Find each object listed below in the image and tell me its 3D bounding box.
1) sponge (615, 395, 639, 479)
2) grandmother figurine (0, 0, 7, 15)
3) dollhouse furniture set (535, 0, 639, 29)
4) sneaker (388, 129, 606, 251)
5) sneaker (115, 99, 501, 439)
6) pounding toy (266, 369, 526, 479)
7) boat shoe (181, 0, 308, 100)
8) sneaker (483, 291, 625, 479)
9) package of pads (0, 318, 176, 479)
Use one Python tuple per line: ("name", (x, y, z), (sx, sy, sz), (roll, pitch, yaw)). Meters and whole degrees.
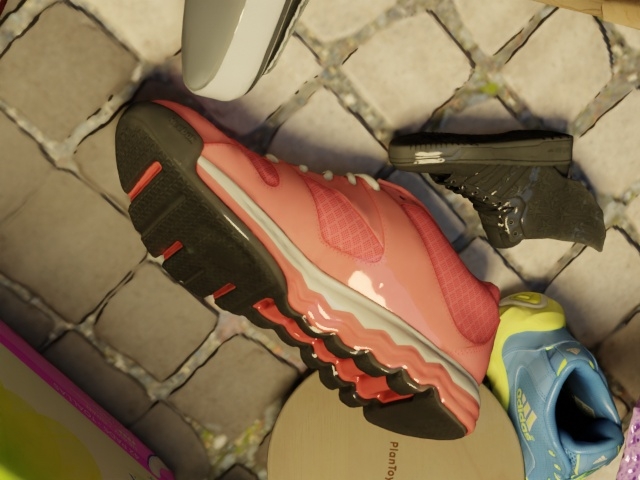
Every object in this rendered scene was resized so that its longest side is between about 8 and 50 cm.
("sponge", (0.254, 0.142, 0.814), (0.031, 0.210, 0.117), (17, 111, 23))
("grandmother figurine", (-0.165, -0.174, 0.532), (0.104, 0.208, 0.342), (19, 131, -21))
("dollhouse furniture set", (0.315, -0.269, 0.585), (0.256, 0.394, 0.362), (-3, 114, -46))
("sneaker", (0.128, -0.032, 0.772), (0.170, 0.051, 0.089), (-4, 107, -20))
("sneaker", (0.000, 0.000, 0.731), (0.314, 0.116, 0.136), (41, 59, -17))
("pounding toy", (0.037, 0.202, 0.790), (0.237, 0.183, 0.110), (-51, 163, -25))
("boat shoe", (0.008, -0.220, 0.630), (0.105, 0.113, 0.306), (17, 89, -29))
("sneaker", (0.167, 0.166, 0.819), (0.091, 0.126, 0.240), (-12, 113, -13))
("package of pads", (-0.185, 0.151, 0.642), (0.101, 0.229, 0.296), (-42, 117, 1))
